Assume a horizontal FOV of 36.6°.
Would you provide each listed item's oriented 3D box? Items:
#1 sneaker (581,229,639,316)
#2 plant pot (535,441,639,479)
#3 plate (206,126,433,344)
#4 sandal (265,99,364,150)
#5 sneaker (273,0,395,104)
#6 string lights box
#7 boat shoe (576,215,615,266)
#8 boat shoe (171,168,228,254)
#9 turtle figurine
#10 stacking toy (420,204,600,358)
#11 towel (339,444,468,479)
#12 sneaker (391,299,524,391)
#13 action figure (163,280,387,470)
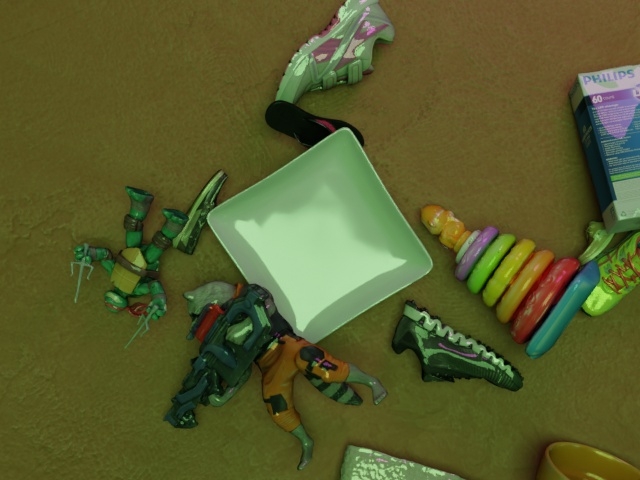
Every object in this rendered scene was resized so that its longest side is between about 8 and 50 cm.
[{"bbox_3d":[0.507,0.042,1.597,0.081,0.094,0.208,42,89,-3],"label":"sneaker"},{"bbox_3d":[0.424,0.457,1.547,0.205,0.205,0.188,18,104,-2],"label":"plant pot"},{"bbox_3d":[0.000,0.000,1.585,0.277,0.045,0.278,-32,96,4],"label":"plate"},{"bbox_3d":[-0.008,-0.174,1.578,0.179,0.040,0.067,18,115,-26],"label":"sandal"},{"bbox_3d":[0.027,-0.295,1.582,0.111,0.103,0.252,44,92,-4],"label":"sneaker"},{"bbox_3d":[0.506,-0.152,1.574,0.133,0.077,0.260,-9,72,-2],"label":"string lights box"},{"bbox_3d":[0.468,-0.015,1.622,0.045,0.050,0.135,41,78,3],"label":"boat shoe"},{"bbox_3d":[-0.192,-0.046,1.596,0.049,0.056,0.152,33,97,-6],"label":"boat shoe"},{"bbox_3d":[-0.308,0.042,1.555,0.175,0.118,0.234,26,99,-2],"label":"turtle figurine"},{"bbox_3d":[0.283,0.038,1.571,0.302,0.175,0.166,36,111,14],"label":"stacking toy"},{"bbox_3d":[0.153,0.462,1.576,0.282,0.049,0.187,17,72,-2],"label":"towel"},{"bbox_3d":[0.218,0.199,1.595,0.234,0.078,0.106,31,91,3],"label":"sneaker"},{"bbox_3d":[-0.100,0.203,1.548,0.330,0.178,0.341,46,126,2],"label":"action figure"}]
